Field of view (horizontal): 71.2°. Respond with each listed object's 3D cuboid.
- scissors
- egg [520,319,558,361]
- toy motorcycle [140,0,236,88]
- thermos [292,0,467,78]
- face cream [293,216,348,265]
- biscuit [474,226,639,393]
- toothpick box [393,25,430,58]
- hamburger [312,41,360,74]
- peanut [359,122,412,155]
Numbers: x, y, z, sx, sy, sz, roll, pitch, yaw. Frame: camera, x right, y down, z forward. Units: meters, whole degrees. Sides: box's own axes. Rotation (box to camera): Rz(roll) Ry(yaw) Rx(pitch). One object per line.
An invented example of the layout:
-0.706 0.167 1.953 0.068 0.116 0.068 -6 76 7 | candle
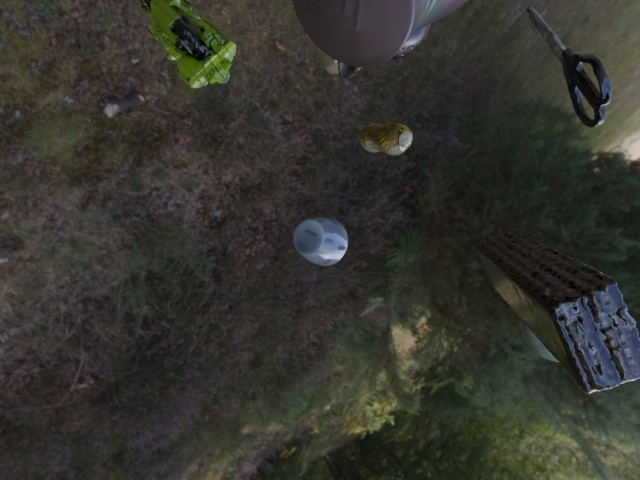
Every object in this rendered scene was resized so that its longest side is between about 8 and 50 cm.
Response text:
0.401 -0.312 0.745 0.022 0.300 0.109 -16 144 10 | scissors
0.556 0.200 1.067 0.151 0.151 0.209 -45 -178 18 | egg
-0.320 -0.478 1.061 0.142 0.342 0.206 -48 146 10 | toy motorcycle
0.078 -0.249 0.338 0.265 0.145 0.177 -56 168 -32 | thermos
0.000 0.000 0.826 0.091 0.091 0.095 -44 156 16 | face cream
0.298 0.065 0.616 0.073 0.108 0.388 -25 -174 12 | biscuit
0.184 -0.662 1.260 0.191 0.295 0.192 -23 172 -3 | toothpick box
0.106 -0.438 0.880 0.295 0.151 0.227 4 -123 58 | hamburger
0.178 -0.279 1.225 0.087 0.206 0.087 -6 104 -24 | peanut
